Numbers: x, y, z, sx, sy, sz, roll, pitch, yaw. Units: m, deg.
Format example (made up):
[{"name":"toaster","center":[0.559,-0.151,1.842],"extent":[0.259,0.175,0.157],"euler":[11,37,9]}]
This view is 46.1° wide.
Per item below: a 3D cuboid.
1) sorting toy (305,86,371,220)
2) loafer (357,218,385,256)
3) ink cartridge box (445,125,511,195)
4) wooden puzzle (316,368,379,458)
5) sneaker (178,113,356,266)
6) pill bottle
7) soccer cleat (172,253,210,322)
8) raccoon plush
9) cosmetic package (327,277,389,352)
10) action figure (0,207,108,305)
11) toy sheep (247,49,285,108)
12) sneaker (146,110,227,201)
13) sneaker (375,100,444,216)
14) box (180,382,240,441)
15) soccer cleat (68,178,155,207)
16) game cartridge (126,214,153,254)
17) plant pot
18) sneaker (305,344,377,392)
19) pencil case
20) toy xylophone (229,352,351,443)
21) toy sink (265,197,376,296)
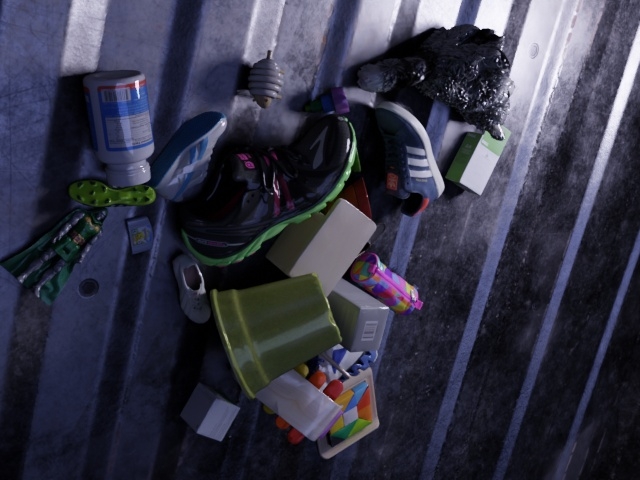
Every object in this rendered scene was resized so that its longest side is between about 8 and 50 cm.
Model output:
[{"name":"sorting toy","center":[0.036,-0.201,1.905],"extent":[0.126,0.127,0.365],"euler":[-14,116,2]},{"name":"loafer","center":[0.119,0.006,2.048],"extent":[0.170,0.061,0.062],"euler":[-39,125,-18]},{"name":"ink cartridge box","center":[0.461,-0.249,2.193],"extent":[0.109,0.062,0.209],"euler":[25,92,-39]},{"name":"wooden puzzle","center":[0.078,0.512,2.230],"extent":[0.221,0.044,0.238],"euler":[-26,121,-25]},{"name":"sneaker","center":[-0.114,-0.136,1.720],"extent":[0.483,0.185,0.202],"euler":[-40,135,-10]},{"name":"pill bottle","center":[-0.408,-0.229,1.539],"extent":[0.124,0.124,0.221],"euler":[-16,117,-30]},{"name":"soccer cleat","center":[-0.302,0.123,1.783],"extent":[0.068,0.076,0.196],"euler":[-28,122,-24]},{"name":"raccoon plush","center":[0.317,-0.388,2.011],"extent":[0.446,0.216,0.299],"euler":[-9,132,-1]},{"name":"cosmetic package","center":[0.059,0.186,1.966],"extent":[0.107,0.238,0.127],"euler":[2,109,-33]},{"name":"action figure","center":[-0.536,0.013,1.586],"extent":[0.232,0.063,0.137],"euler":[-49,125,-14]},{"name":"toy sheep","center":[-0.123,-0.367,1.716],"extent":[0.091,0.091,0.132],"euler":[3,92,-36]},{"name":"sneaker","center":[-0.285,-0.189,1.675],"extent":[0.228,0.087,0.092],"euler":[-49,135,-1]},{"name":"sneaker","center":[0.213,-0.202,1.989],"extent":[0.148,0.131,0.350],"euler":[-47,128,-17]},{"name":"box","center":[-0.280,0.434,1.905],"extent":[0.087,0.101,0.102],"euler":[32,87,-39]},{"name":"soccer cleat","center":[-0.444,-0.095,1.608],"extent":[0.179,0.072,0.060],"euler":[3,82,-16]},{"name":"game cartridge","center":[-0.406,-0.013,1.695],"extent":[0.056,0.017,0.083],"euler":[-20,119,-33]},{"name":"plant pot","center":[-0.094,0.202,1.786],"extent":[0.254,0.276,0.276],"euler":[-20,121,-2]},{"name":"sneaker","center":[-0.006,0.333,2.063],"extent":[0.315,0.127,0.182],"euler":[-41,118,-16]},{"name":"pencil case","center":[0.187,0.126,2.122],"extent":[0.236,0.104,0.104],"euler":[36,86,-38]},{"name":"toy xylophone","center":[-0.063,0.370,1.944],"extent":[0.236,0.081,0.322],"euler":[-42,96,-3]},{"name":"toy sink","center":[0.000,0.000,1.918],"extent":[0.153,0.131,0.234],"euler":[35,91,-39]}]
